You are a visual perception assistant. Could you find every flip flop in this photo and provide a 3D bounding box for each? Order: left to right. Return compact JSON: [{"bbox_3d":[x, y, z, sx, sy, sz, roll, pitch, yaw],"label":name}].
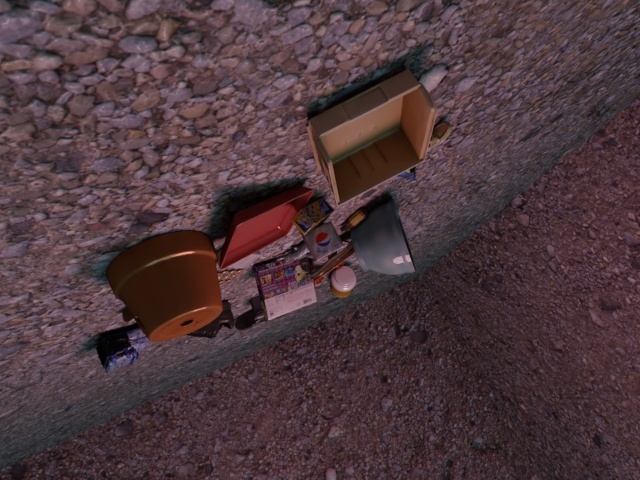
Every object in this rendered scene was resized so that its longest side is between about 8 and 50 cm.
[{"bbox_3d":[0.055,0.052,1.740,0.277,0.080,0.112,-40,174,-5],"label":"flip flop"}]

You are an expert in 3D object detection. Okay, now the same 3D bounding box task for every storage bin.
[{"bbox_3d":[-0.267,0.305,1.965,0.135,0.091,0.098,-20,161,-22],"label":"storage bin"},{"bbox_3d":[0.119,-0.234,0.984,0.262,0.123,0.260,-27,163,-1],"label":"storage bin"}]

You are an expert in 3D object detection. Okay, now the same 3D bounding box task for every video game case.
[{"bbox_3d":[-0.135,0.173,1.618,0.231,0.211,0.041,-17,-171,-33],"label":"video game case"}]

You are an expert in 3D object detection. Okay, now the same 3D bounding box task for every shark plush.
[{"bbox_3d":[-0.094,0.034,1.580,0.161,0.073,0.067,-15,139,6],"label":"shark plush"}]

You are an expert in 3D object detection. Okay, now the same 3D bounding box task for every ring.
[{"bbox_3d":[0.091,0.106,1.892,0.336,0.032,0.336,-36,177,-2],"label":"ring"}]

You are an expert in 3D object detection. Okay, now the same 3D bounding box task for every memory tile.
[{"bbox_3d":[-0.354,0.136,1.493,0.113,0.012,0.147,-39,159,31],"label":"memory tile"}]

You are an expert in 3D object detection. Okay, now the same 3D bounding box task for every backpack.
[{"bbox_3d":[-0.700,0.384,1.501,0.173,0.117,0.158,-15,159,-43],"label":"backpack"}]

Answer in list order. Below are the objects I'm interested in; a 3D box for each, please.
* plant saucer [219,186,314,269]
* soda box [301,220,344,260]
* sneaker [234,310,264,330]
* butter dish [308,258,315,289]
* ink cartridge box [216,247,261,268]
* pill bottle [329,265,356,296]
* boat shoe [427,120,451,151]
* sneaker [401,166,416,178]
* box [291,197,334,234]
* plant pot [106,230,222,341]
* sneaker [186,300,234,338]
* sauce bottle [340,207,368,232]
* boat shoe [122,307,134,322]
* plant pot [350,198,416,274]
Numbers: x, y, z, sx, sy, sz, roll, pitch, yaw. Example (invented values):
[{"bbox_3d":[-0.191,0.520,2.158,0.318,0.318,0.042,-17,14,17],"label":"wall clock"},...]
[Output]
[{"bbox_3d":[-0.164,-0.043,1.159,0.259,0.048,0.258,-29,166,-34],"label":"plant saucer"},{"bbox_3d":[0.000,0.000,1.369,0.097,0.091,0.286,-27,-177,-3],"label":"soda box"},{"bbox_3d":[-0.329,0.405,2.158,0.227,0.087,0.130,-32,157,-6],"label":"sneaker"},{"bbox_3d":[-0.109,0.159,1.752,0.118,0.161,0.159,-9,176,37],"label":"butter dish"},{"bbox_3d":[-0.260,0.045,1.314,0.088,0.052,0.122,-34,160,19],"label":"ink cartridge box"},{"bbox_3d":[0.122,0.219,2.232,0.136,0.137,0.246,-25,162,-10],"label":"pill bottle"},{"bbox_3d":[0.329,-0.300,1.233,0.045,0.050,0.135,-17,160,-46],"label":"boat shoe"},{"bbox_3d":[0.260,-0.234,1.319,0.082,0.069,0.209,1,-178,21],"label":"sneaker"},{"bbox_3d":[-0.019,-0.075,1.234,0.054,0.059,0.169,-44,178,28],"label":"box"},{"bbox_3d":[-0.394,0.136,1.117,0.290,0.204,0.291,-25,161,-9],"label":"plant pot"},{"bbox_3d":[-0.487,0.352,1.705,0.286,0.130,0.109,-19,162,-23],"label":"sneaker"},{"bbox_3d":[0.125,-0.074,1.580,0.042,0.042,0.128,-7,155,-49],"label":"sauce bottle"},{"bbox_3d":[-0.557,0.213,1.333,0.169,0.063,0.059,-24,167,18],"label":"boat shoe"},{"bbox_3d":[0.234,0.009,1.613,0.196,0.294,0.293,-18,165,14],"label":"plant pot"}]
